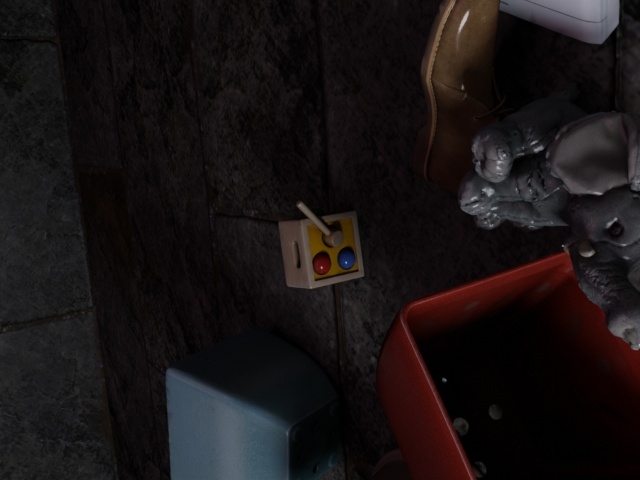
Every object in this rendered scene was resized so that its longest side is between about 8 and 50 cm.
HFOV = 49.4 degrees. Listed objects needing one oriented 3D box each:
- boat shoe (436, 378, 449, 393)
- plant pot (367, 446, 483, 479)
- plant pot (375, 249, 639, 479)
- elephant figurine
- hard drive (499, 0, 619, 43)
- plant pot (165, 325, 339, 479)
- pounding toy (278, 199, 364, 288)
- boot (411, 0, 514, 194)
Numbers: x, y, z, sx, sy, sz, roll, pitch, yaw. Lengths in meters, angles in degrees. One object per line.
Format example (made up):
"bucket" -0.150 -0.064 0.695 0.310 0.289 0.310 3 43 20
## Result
"boat shoe" 0.165 0.216 1.012 0.042 0.049 0.133 47 131 49
"plant pot" 0.108 0.448 1.005 0.263 0.229 0.263 20 115 51
"plant pot" 0.209 0.191 0.782 0.267 0.267 0.236 68 157 16
"elephant figurine" 0.271 -0.040 0.679 0.239 0.169 0.186 31 121 44
"hard drive" 0.161 -0.346 0.631 0.233 0.047 0.353 36 170 32
"plant pot" -0.104 0.338 1.283 0.252 0.248 0.247 14 111 36
"pounding toy" 0.000 0.000 1.118 0.100 0.130 0.141 0 99 55
"boot" 0.183 -0.166 0.798 0.115 0.112 0.305 38 153 29
